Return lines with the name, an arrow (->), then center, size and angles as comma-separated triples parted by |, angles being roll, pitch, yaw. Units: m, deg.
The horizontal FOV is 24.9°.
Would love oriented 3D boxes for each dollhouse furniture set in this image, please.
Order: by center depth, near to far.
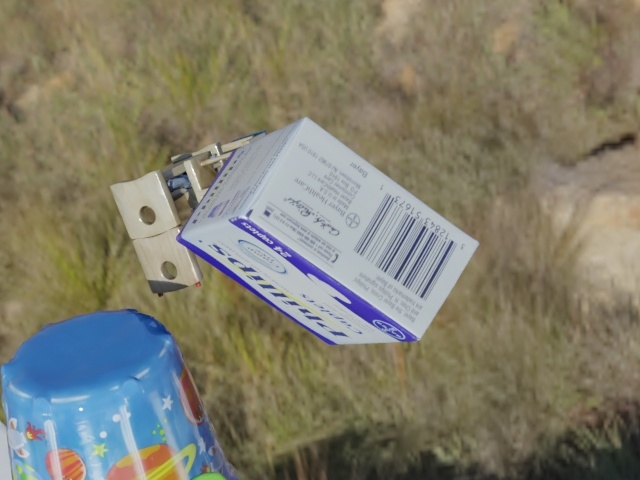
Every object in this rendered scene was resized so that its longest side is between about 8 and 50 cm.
dollhouse furniture set -> -0.094, -0.036, 1.519 | 0.183, 0.129, 0.129 | -15, 10, 32

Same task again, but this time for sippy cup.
sippy cup -> -0.201, 0.197, 1.391 | 0.305, 0.224, 0.240 | -1, 28, 18

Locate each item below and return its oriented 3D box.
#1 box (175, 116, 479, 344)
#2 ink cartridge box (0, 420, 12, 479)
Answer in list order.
box -> 0.000, 0.000, 0.846 | 0.072, 0.126, 0.137 | -58, 15, -15
ink cartridge box -> -0.407, 0.422, 1.904 | 0.306, 0.226, 0.131 | 47, 39, -2
